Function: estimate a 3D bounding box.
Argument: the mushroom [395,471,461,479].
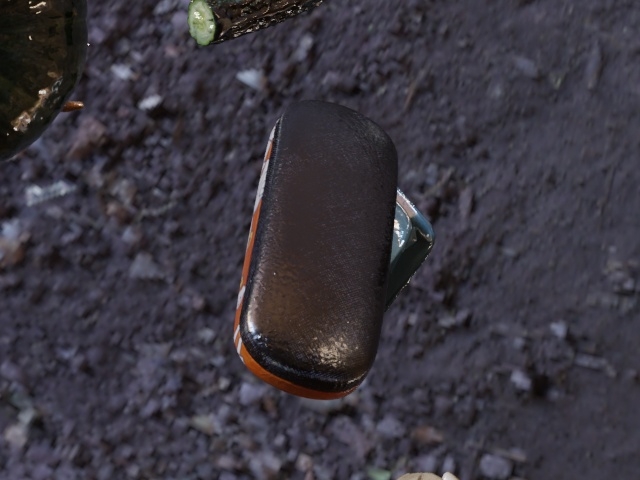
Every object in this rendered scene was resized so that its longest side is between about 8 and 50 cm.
[{"bbox_3d":[0.074,0.199,0.806,0.081,0.092,0.223,-2,148,22],"label":"mushroom"}]

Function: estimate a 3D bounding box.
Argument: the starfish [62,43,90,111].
[{"bbox_3d":[-0.397,-0.217,1.853,0.238,0.057,0.213,-16,136,23],"label":"starfish"}]

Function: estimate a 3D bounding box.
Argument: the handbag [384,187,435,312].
[{"bbox_3d":[0.027,0.018,1.911,0.229,0.062,0.179,-53,57,22],"label":"handbag"}]

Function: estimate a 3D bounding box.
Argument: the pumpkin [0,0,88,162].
[{"bbox_3d":[-0.373,-0.217,1.459,0.300,0.207,0.300,-4,107,-14],"label":"pumpkin"}]

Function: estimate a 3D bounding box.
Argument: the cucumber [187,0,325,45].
[{"bbox_3d":[-0.049,-0.245,1.507,0.058,0.187,0.058,37,142,36],"label":"cucumber"}]

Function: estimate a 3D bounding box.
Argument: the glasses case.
[{"bbox_3d":[0.000,0.000,1.103,0.103,0.267,0.067,21,137,-13],"label":"glasses case"}]
